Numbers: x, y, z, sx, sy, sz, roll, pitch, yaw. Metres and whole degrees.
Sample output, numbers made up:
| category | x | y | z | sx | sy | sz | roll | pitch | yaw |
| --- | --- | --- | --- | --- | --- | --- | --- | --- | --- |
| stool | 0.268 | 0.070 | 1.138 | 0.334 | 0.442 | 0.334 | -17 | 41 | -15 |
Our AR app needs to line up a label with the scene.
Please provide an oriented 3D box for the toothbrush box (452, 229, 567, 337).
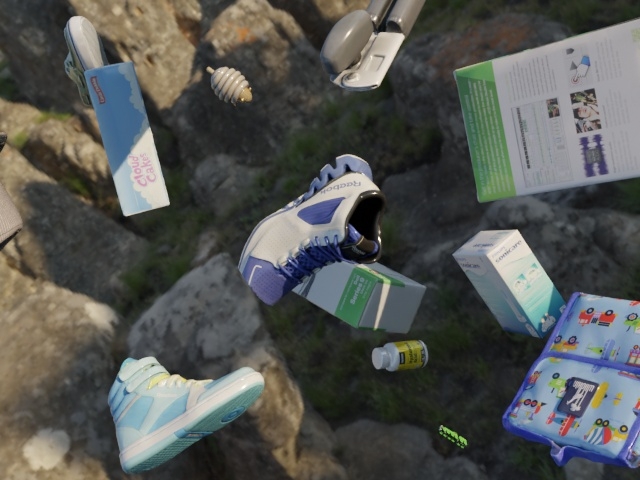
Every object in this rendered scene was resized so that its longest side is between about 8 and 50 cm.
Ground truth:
| category | x | y | z | sx | sy | sz | roll | pitch | yaw |
| --- | --- | --- | --- | --- | --- | --- | --- | --- | --- |
| toothbrush box | 0.547 | 0.121 | 2.179 | 0.126 | 0.295 | 0.216 | -39 | 9 | -13 |

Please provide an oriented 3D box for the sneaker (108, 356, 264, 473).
| category | x | y | z | sx | sy | sz | roll | pitch | yaw |
| --- | --- | --- | --- | --- | --- | --- | --- | --- | --- |
| sneaker | -0.276 | 0.280 | 1.442 | 0.319 | 0.127 | 0.208 | -32 | 65 | 5 |

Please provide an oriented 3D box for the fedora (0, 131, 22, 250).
| category | x | y | z | sx | sy | sz | roll | pitch | yaw |
| --- | --- | --- | --- | --- | --- | --- | --- | --- | --- |
| fedora | -0.489 | -0.012 | 0.976 | 0.275 | 0.124 | 0.244 | -34 | 11 | -3 |

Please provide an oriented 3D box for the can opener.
| category | x | y | z | sx | sy | sz | roll | pitch | yaw |
| --- | --- | --- | --- | --- | --- | --- | --- | --- | --- |
| can opener | 0.092 | -0.315 | 1.044 | 0.074 | 0.093 | 0.280 | 15 | 58 | 25 |

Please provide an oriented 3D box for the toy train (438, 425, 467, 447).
| category | x | y | z | sx | sy | sz | roll | pitch | yaw |
| --- | --- | --- | --- | --- | --- | --- | --- | --- | --- |
| toy train | 0.312 | 0.462 | 1.781 | 0.017 | 0.083 | 0.023 | -49 | 16 | 21 |

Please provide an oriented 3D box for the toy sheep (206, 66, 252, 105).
| category | x | y | z | sx | sy | sz | roll | pitch | yaw |
| --- | --- | --- | --- | --- | --- | --- | --- | --- | --- |
| toy sheep | -0.225 | -0.380 | 1.846 | 0.091 | 0.132 | 0.091 | -59 | 3 | 4 |

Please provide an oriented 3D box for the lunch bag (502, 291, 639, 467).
| category | x | y | z | sx | sy | sz | roll | pitch | yaw |
| --- | --- | --- | --- | --- | --- | --- | --- | --- | --- |
| lunch bag | 0.436 | 0.234 | 1.165 | 0.293 | 0.138 | 0.221 | -44 | 27 | -26 |

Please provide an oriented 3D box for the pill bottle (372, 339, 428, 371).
| category | x | y | z | sx | sy | sz | roll | pitch | yaw |
| --- | --- | --- | --- | --- | --- | --- | --- | --- | --- |
| pill bottle | 0.177 | 0.259 | 1.692 | 0.116 | 0.065 | 0.065 | -2 | 3 | -25 |

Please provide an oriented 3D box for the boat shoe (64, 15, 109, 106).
| category | x | y | z | sx | sy | sz | roll | pitch | yaw |
| --- | --- | --- | --- | --- | --- | --- | --- | --- | --- |
| boat shoe | -0.554 | -0.404 | 1.787 | 0.094 | 0.302 | 0.109 | -7 | 62 | -1 |

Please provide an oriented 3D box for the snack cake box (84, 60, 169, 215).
| category | x | y | z | sx | sy | sz | roll | pitch | yaw |
| --- | --- | --- | --- | --- | --- | --- | --- | --- | --- |
| snack cake box | -0.357 | -0.192 | 1.397 | 0.089 | 0.264 | 0.152 | -15 | 16 | -13 |

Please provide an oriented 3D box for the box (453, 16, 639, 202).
| category | x | y | z | sx | sy | sz | roll | pitch | yaw |
| --- | --- | --- | --- | --- | --- | --- | --- | --- | --- |
| box | 0.384 | -0.198 | 1.201 | 0.322 | 0.232 | 0.058 | -8 | 5 | 37 |

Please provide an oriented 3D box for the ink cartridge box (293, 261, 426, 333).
| category | x | y | z | sx | sy | sz | roll | pitch | yaw |
| --- | --- | --- | --- | --- | --- | --- | --- | --- | --- |
| ink cartridge box | 0.056 | 0.093 | 1.707 | 0.289 | 0.211 | 0.121 | 27 | 99 | 37 |

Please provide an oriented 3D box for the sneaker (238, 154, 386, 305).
| category | x | y | z | sx | sy | sz | roll | pitch | yaw |
| --- | --- | --- | --- | --- | --- | --- | --- | --- | --- |
| sneaker | 0.001 | -0.001 | 1.340 | 0.315 | 0.127 | 0.182 | -47 | 37 | 4 |
